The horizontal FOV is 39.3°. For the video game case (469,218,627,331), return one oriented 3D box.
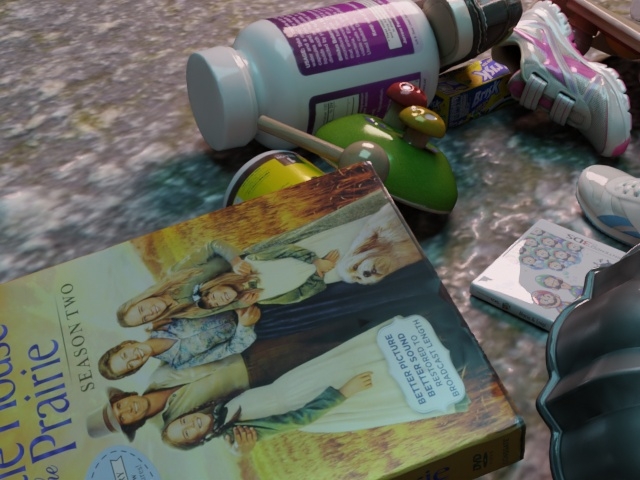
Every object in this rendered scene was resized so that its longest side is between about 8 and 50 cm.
[{"bbox_3d":[0.260,0.042,0.952,0.143,0.019,0.157,26,44,30],"label":"video game case"}]

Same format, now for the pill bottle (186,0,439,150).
[{"bbox_3d":[-0.012,-0.212,1.159,0.302,0.169,0.169,-17,40,-24],"label":"pill bottle"}]

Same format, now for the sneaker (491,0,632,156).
[{"bbox_3d":[0.313,-0.202,1.195,0.111,0.103,0.252,-25,61,-11],"label":"sneaker"}]

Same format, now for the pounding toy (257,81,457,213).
[{"bbox_3d":[0.076,-0.122,1.007,0.183,0.110,0.237,37,19,34],"label":"pounding toy"}]

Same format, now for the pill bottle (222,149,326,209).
[{"bbox_3d":[0.000,0.000,0.918,0.117,0.117,0.215,-23,43,-29],"label":"pill bottle"}]

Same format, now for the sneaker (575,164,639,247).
[{"bbox_3d":[0.378,-0.033,0.996,0.088,0.092,0.228,-18,40,-22],"label":"sneaker"}]

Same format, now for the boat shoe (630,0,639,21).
[{"bbox_3d":[0.542,-0.337,1.291,0.094,0.109,0.302,13,21,-4],"label":"boat shoe"}]

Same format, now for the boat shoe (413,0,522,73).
[{"bbox_3d":[0.177,-0.295,1.244,0.097,0.116,0.324,-18,9,-8],"label":"boat shoe"}]

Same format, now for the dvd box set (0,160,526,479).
[{"bbox_3d":[-0.098,0.111,0.712,0.421,0.062,0.307,-19,49,-8],"label":"dvd box set"}]

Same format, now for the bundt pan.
[{"bbox_3d":[0.335,0.119,0.648,0.331,0.124,0.330,2,64,-5],"label":"bundt pan"}]

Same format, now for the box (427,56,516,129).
[{"bbox_3d":[0.221,-0.214,1.265,0.169,0.054,0.059,-23,43,-30],"label":"box"}]

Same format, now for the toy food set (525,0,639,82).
[{"bbox_3d":[0.448,-0.239,1.251,0.220,0.092,0.306,12,29,-35],"label":"toy food set"}]
